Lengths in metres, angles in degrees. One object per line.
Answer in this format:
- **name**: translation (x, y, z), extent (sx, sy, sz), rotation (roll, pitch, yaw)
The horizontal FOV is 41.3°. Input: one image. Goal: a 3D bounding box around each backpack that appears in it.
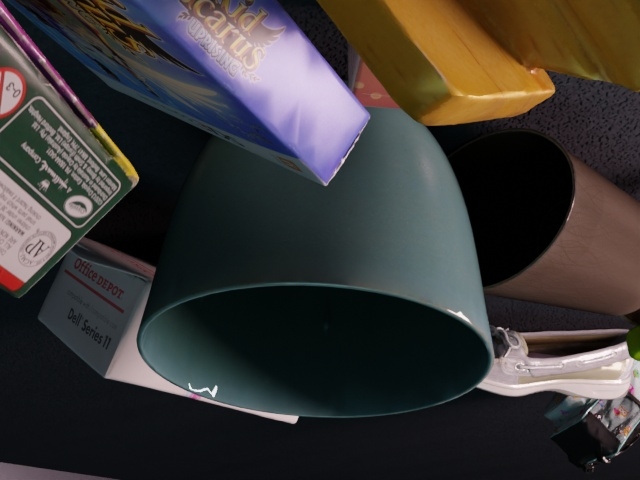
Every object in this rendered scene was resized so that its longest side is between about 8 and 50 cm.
- **backpack**: translation (0.477, 0.271, 1.415), extent (0.188, 0.144, 0.165), rotation (-32, 159, -20)

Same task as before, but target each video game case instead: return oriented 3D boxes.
- **video game case**: translation (-0.128, -0.152, 0.511), extent (0.244, 0.061, 0.269), rotation (26, 172, 36)

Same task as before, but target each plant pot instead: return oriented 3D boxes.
- **plant pot**: translation (0.000, 0.000, 0.760), extent (0.293, 0.235, 0.293), rotation (2, 151, 1)

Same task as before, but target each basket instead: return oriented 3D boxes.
- **basket**: translation (0.241, -0.004, 0.864), extent (0.227, 0.154, 0.204), rotation (15, 157, -35)

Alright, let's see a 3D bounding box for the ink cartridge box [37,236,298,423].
- **ink cartridge box**: translation (-0.190, 0.099, 1.017), extent (0.354, 0.119, 0.207), rotation (25, 178, -40)

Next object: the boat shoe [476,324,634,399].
- **boat shoe**: translation (0.326, 0.170, 1.286), extent (0.321, 0.103, 0.118), rotation (8, -162, -9)

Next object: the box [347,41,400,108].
- **box**: translation (0.093, -0.171, 0.578), extent (0.130, 0.090, 0.170), rotation (3, 154, -5)

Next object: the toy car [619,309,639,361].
- **toy car**: translation (0.413, 0.029, 0.923), extent (0.149, 0.155, 0.188), rotation (3, 150, -6)

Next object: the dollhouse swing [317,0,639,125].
- **dollhouse swing**: translation (0.089, -0.174, 0.255), extent (0.347, 0.305, 0.315), rotation (-30, 103, 38)

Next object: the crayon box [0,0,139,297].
- **crayon box**: translation (-0.278, -0.164, 0.377), extent (0.313, 0.106, 0.363), rotation (39, 169, 28)
